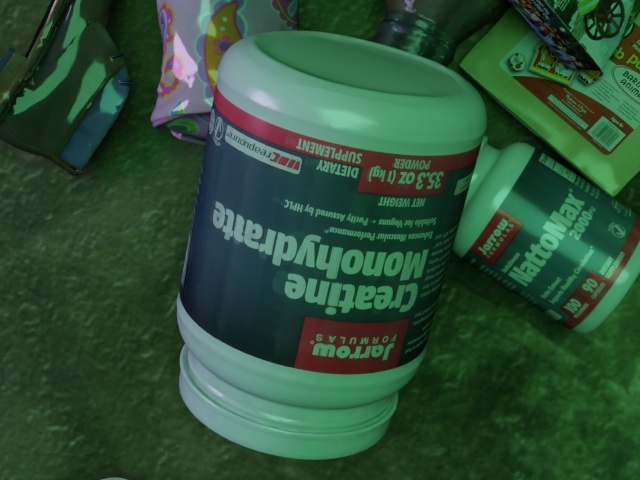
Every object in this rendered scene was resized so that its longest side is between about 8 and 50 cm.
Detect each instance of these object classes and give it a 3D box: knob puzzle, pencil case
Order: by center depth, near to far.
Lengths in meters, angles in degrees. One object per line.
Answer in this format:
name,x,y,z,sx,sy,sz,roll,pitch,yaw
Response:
pencil case,-0.078,-0.223,0.906,0.124,0.124,0.284,-1,84,1
knob puzzle,0.243,-0.157,0.930,0.213,0.030,0.213,-1,76,6

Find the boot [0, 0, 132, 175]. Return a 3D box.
boot,-0.191,-0.161,0.934,0.106,0.082,0.219,39,82,-18

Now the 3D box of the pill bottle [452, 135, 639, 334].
pill bottle,0.164,-0.015,0.885,0.180,0.108,0.108,33,86,4

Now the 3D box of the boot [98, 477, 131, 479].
boot,-0.136,0.301,0.830,0.088,0.176,0.244,-22,84,1

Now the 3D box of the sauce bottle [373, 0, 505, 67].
sauce bottle,0.120,-0.255,0.904,0.111,0.111,0.344,25,85,3

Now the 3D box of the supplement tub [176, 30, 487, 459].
supplement tub,0.000,0.000,0.806,0.191,0.191,0.272,13,112,2

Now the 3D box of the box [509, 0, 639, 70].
box,0.226,-0.275,0.874,0.159,0.044,0.233,40,79,-32
